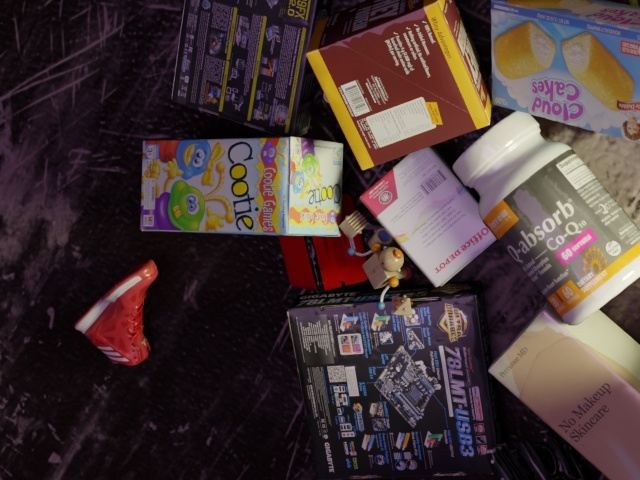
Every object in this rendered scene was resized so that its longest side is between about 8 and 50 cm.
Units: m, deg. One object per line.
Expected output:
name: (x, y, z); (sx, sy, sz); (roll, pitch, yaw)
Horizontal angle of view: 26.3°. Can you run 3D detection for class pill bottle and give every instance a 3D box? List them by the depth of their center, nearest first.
pill bottle: (0.317, -0.034, 1.880); (0.278, 0.162, 0.162); (51, 121, 9)

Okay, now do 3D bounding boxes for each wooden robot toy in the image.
wooden robot toy: (0.100, 0.024, 1.993); (0.173, 0.076, 0.079); (62, 148, 13)

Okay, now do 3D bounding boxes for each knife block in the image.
knife block: (0.346, 0.414, 1.990); (0.242, 0.276, 0.088); (34, 124, -23)

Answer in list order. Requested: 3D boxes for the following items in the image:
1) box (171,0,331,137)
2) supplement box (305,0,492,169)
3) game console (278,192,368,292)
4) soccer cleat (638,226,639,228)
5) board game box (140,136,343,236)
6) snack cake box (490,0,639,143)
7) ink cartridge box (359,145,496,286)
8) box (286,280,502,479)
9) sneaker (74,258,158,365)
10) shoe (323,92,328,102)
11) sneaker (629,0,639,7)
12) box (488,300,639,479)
box: (-0.102, -0.309, 2.053); (0.216, 0.060, 0.270); (19, 115, 18)
supplement box: (0.113, -0.234, 1.884); (0.194, 0.129, 0.191); (-19, 115, 18)
game console: (0.000, 0.000, 2.138); (0.124, 0.085, 0.144); (-14, 103, -3)
soccer cleat: (0.470, 0.006, 1.905); (0.083, 0.029, 0.035); (46, 112, 1)
board game box: (-0.119, -0.079, 2.054); (0.275, 0.144, 0.142); (2, 90, 34)
snack cake box: (0.349, -0.230, 1.784); (0.264, 0.089, 0.152); (21, 125, 43)
ink cartridge box: (0.162, -0.038, 1.991); (0.127, 0.072, 0.175); (-40, 88, 10)
box: (0.118, 0.218, 2.096); (0.293, 0.073, 0.296); (-6, 106, 15)
sneaker: (-0.309, 0.126, 2.304); (0.128, 0.087, 0.221); (46, 133, -5)
shoe: (0.091, -0.260, 1.976); (0.219, 0.058, 0.076); (-32, 92, 31)
sneaker: (0.505, -0.269, 1.758); (0.295, 0.123, 0.109); (52, 163, 16)
box: (0.410, 0.223, 1.953); (0.311, 0.121, 0.148); (40, 121, 8)
